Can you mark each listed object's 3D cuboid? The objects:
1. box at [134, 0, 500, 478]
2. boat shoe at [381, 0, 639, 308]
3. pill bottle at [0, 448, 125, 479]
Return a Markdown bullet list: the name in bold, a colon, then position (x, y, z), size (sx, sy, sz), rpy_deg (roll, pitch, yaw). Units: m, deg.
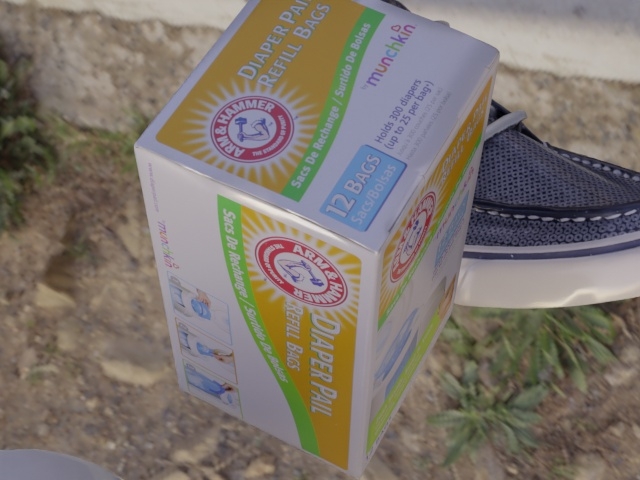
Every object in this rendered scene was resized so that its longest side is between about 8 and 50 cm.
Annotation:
- **box**: position (0.000, 0.000, 0.545), size (0.103, 0.203, 0.114), rpy_deg (24, 59, 15)
- **boat shoe**: position (0.065, -0.062, 0.730), size (0.340, 0.127, 0.158), rpy_deg (8, 112, 45)
- **pill bottle**: position (-0.124, 0.258, 0.507), size (0.224, 0.224, 0.392), rpy_deg (-46, 23, 3)
